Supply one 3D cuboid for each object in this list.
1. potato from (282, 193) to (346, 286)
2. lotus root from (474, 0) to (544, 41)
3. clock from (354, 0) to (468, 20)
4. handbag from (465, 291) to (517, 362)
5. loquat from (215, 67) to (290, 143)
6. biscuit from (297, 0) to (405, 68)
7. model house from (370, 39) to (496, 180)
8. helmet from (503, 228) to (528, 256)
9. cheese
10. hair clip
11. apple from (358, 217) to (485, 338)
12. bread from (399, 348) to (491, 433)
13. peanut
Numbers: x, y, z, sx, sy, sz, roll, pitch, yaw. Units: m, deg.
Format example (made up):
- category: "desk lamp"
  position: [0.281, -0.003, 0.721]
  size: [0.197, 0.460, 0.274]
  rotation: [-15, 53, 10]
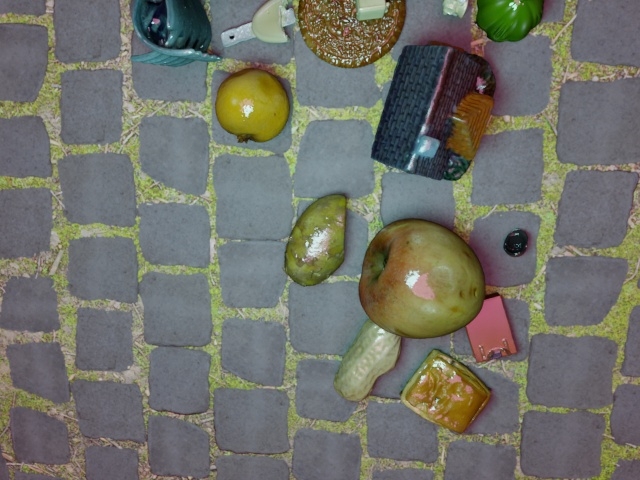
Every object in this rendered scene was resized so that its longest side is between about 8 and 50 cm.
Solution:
- category: "potato"
  position: [0.000, 0.000, 1.613]
  size: [0.176, 0.141, 0.298]
  rotation: [25, 103, -9]
- category: "lotus root"
  position: [0.505, -0.613, 1.424]
  size: [0.186, 0.186, 0.186]
  rotation: [1, 102, 6]
- category: "clock"
  position: [0.269, -0.715, 1.440]
  size: [0.379, 0.120, 0.276]
  rotation: [-4, 89, 2]
- category: "handbag"
  position: [0.504, 0.265, 1.660]
  size: [0.127, 0.063, 0.190]
  rotation: [-18, 95, 8]
- category: "loquat"
  position: [-0.191, -0.371, 1.526]
  size: [0.208, 0.208, 0.208]
  rotation: [1, 102, 6]
- category: "biscuit"
  position: [0.084, -0.633, 1.527]
  size: [0.305, 0.038, 0.305]
  rotation: [1, 102, 5]
- category: "model house"
  position: [0.307, -0.337, 1.416]
  size: [0.297, 0.339, 0.360]
  rotation: [19, 102, 4]
- category: "helmet"
  position: [0.573, 0.014, 1.605]
  size: [0.065, 0.049, 0.084]
  rotation: [20, 76, 35]
- category: "cheese"
  position: [-0.175, -0.605, 1.554]
  size: [0.235, 0.050, 0.127]
  rotation: [-11, 99, 15]
- category: "hair clip"
  position: [-0.385, -0.592, 1.446]
  size: [0.392, 0.318, 0.238]
  rotation: [-3, 105, 7]
- category: "apple"
  position: [0.284, 0.105, 1.516]
  size: [0.305, 0.338, 0.338]
  rotation: [17, 103, -18]
- category: "bread"
  position: [0.388, 0.474, 1.691]
  size: [0.235, 0.099, 0.210]
  rotation: [33, 102, -1]
- category: "peanut"
  position: [0.148, 0.359, 1.669]
  size: [0.152, 0.152, 0.313]
  rotation: [32, 102, -1]
